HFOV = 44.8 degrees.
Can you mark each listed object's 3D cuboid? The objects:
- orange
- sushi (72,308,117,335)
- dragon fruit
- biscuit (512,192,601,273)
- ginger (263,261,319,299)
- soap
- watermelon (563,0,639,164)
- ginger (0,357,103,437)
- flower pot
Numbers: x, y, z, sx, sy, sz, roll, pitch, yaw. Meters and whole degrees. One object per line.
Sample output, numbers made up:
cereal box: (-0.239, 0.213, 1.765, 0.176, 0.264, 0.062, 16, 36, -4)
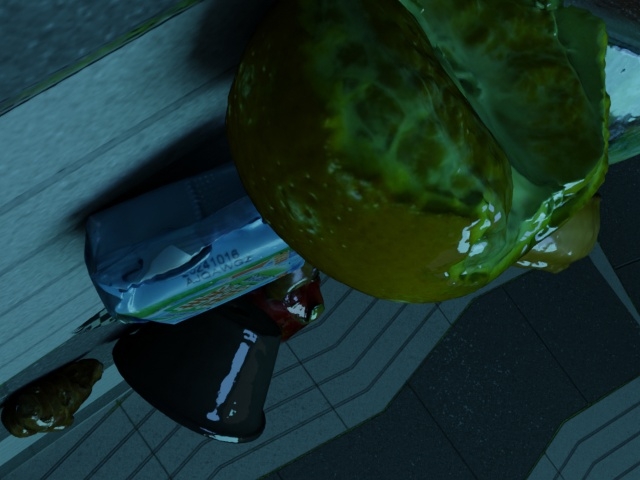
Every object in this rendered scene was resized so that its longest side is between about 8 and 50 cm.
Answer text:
orange: (0.052, -0.058, 0.426, 0.237, 0.179, 0.158, -34, 174, -47)
sushi: (-0.154, 0.052, 1.003, 0.264, 0.050, 0.290, -36, 176, 5)
dragon fruit: (-0.078, 0.109, 1.648, 0.200, 0.198, 0.269, -62, 174, 8)
biscuit: (0.109, -0.030, 0.733, 0.296, 0.297, 0.101, -14, 114, -81)
ginger: (0.004, -0.008, 1.320, 0.309, 0.107, 0.133, -38, 165, -52)
soap: (-0.085, 0.006, 0.616, 0.156, 0.077, 0.293, -23, 174, -5)
watermelon: (0.174, -0.175, 0.660, 0.262, 0.201, 0.213, 14, 149, -26)
ginger: (-0.372, 0.230, 1.085, 0.103, 0.073, 0.162, -37, 178, 29)
flower pot: (-0.165, 0.171, 1.204, 0.166, 0.269, 0.269, -56, 173, 9)
